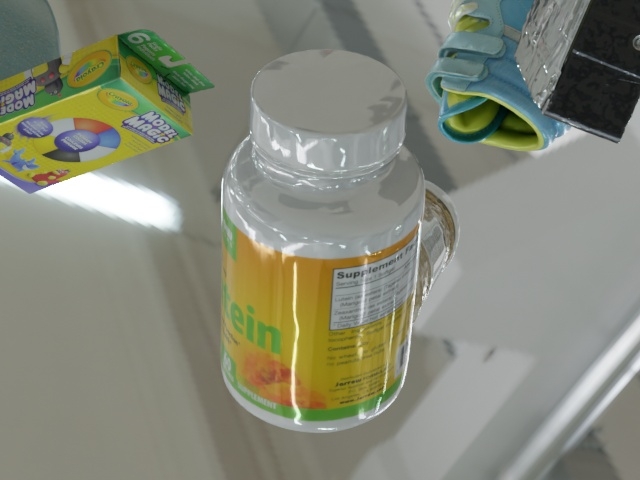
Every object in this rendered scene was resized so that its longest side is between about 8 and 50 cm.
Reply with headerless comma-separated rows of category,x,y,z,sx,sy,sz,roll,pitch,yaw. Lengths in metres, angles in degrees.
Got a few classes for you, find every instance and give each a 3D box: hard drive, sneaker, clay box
hard drive,0.225,-0.251,1.079,0.064,0.338,0.237,20,-163,-3
sneaker,0.140,-0.212,1.482,0.319,0.208,0.127,44,171,26
clay box,-0.221,-0.119,1.511,0.127,0.222,0.053,37,-139,-54

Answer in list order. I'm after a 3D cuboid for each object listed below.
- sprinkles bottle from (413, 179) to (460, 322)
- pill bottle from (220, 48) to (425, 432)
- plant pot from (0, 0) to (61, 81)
sprinkles bottle,0.071,0.017,1.689,0.121,0.121,0.355,36,-165,3
pill bottle,0.000,0.000,1.099,0.136,0.245,0.136,2,-142,-1
plant pot,-0.434,-0.220,1.733,0.247,0.248,0.252,32,-139,-36
